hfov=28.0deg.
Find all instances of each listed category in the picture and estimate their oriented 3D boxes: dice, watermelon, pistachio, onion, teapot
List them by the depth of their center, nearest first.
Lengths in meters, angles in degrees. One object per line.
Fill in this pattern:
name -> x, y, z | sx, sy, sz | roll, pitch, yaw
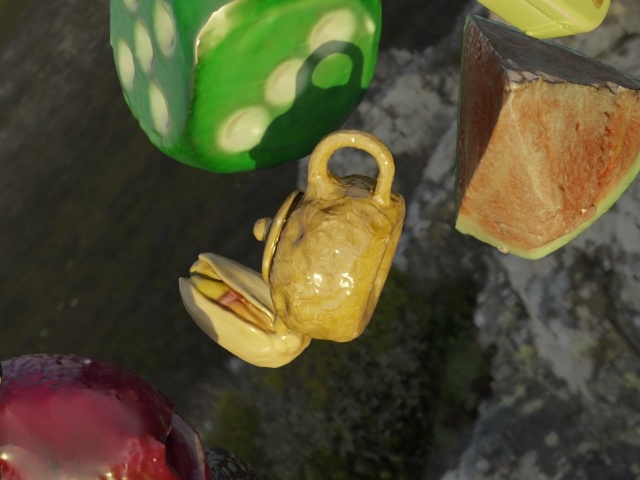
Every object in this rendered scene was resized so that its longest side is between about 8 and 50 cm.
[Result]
teapot -> 0.000, 0.000, 1.517 | 0.203, 0.167, 0.311 | -59, -14, -53
onion -> -0.322, 0.288, 1.545 | 0.398, 0.398, 0.420 | -41, 29, 10
watermelon -> 0.225, -0.147, 1.548 | 0.250, 0.292, 0.283 | 19, 77, 46
dice -> -0.109, -0.290, 1.757 | 0.297, 0.300, 0.287 | -15, 45, -27
pistachio -> -0.106, 0.100, 1.800 | 0.117, 0.200, 0.145 | -61, -9, -2

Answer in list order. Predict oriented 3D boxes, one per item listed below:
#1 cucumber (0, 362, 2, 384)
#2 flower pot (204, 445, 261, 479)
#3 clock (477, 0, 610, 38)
cucumber -> -0.308, 0.094, 1.137 | 0.107, 0.067, 0.035 | 27, 70, 43
flower pot -> -0.182, 0.487, 1.973 | 0.266, 0.266, 0.267 | -45, 27, 3
clock -> 0.180, -0.294, 1.059 | 0.069, 0.170, 0.232 | -5, 71, 42
